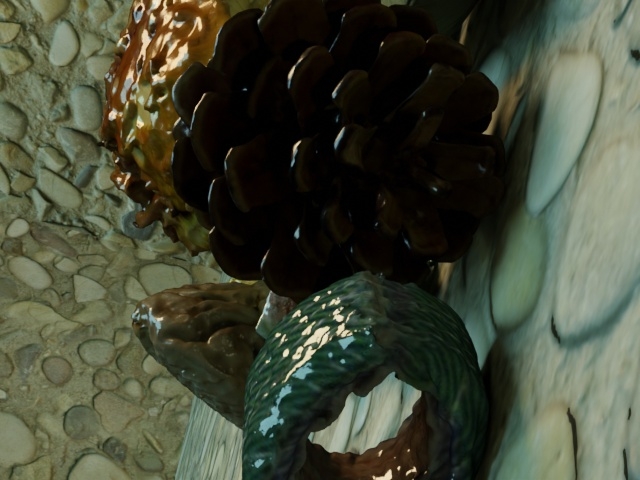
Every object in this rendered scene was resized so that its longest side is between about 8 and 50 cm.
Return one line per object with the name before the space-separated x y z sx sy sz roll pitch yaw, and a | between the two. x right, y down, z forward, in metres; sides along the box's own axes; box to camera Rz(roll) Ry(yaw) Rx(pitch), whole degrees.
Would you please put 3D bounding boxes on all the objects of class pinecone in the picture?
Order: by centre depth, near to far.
pinecone | 0.016 -0.054 0.762 0.208 0.207 0.208 -164 90 -84

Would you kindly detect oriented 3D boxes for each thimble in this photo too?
thimble | 0.023 0.092 0.655 0.135 0.118 0.090 -56 17 18

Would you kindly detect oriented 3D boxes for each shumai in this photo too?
shumai | -0.076 0.088 1.316 0.176 0.206 0.166 -54 6 -9

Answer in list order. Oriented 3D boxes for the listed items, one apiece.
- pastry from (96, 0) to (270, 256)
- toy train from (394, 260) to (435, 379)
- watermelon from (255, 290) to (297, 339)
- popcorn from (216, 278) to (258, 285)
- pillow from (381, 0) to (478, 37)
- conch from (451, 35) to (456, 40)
pastry | -0.083 -0.161 1.373 0.337 0.292 0.405 -44 34 43
toy train | 0.027 0.035 0.918 0.149 0.081 0.099 -117 43 -81
watermelon | 0.007 0.039 1.039 0.121 0.097 0.158 -86 17 -58
popcorn | -0.111 0.105 1.846 0.116 0.106 0.121 138 148 -61
pillow | 0.090 -0.203 0.888 0.185 0.075 0.302 -55 0 -14
conch | 0.060 -0.163 1.120 0.200 0.079 0.095 -25 41 56
